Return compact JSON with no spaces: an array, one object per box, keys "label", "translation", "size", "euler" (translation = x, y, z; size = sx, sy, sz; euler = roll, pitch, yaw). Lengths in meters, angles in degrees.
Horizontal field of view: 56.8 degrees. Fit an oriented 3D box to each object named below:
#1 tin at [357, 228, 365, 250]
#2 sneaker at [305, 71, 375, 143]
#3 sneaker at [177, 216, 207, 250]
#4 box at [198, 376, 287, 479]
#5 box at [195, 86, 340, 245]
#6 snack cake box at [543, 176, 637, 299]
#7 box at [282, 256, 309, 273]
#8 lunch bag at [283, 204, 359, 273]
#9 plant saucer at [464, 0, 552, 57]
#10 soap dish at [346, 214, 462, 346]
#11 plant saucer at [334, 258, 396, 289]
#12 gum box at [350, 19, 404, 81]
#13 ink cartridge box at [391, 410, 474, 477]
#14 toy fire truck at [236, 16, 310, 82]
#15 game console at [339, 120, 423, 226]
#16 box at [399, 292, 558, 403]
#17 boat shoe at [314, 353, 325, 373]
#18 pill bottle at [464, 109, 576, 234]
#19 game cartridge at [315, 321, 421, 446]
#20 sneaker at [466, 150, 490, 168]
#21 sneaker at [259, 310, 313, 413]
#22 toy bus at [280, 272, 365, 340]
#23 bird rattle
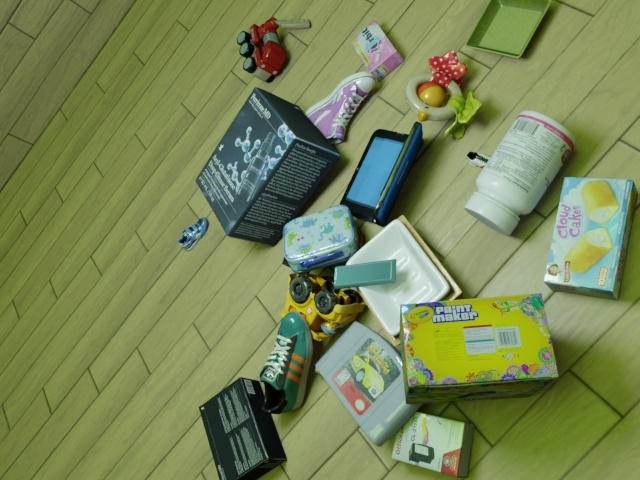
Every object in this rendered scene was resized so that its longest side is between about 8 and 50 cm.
[{"label":"tin","translation":[0.048,0.005,1.814],"size":[0.190,0.040,0.106],"euler":[0,68,36]},{"label":"sneaker","translation":[0.082,-0.411,1.919],"size":[0.282,0.102,0.161],"euler":[-34,59,33]},{"label":"sneaker","translation":[-0.471,-0.028,2.181],"size":[0.144,0.059,0.053],"euler":[-54,49,5]},{"label":"box","translation":[-0.235,0.569,1.754],"size":[0.184,0.103,0.261],"euler":[-36,56,15]},{"label":"box","translation":[-0.180,-0.231,1.914],"size":[0.395,0.212,0.293],"euler":[-52,51,21]},{"label":"snack cake box","translation":[0.626,-0.008,1.372],"size":[0.152,0.089,0.264],"euler":[7,77,36]},{"label":"box","translation":[-0.069,0.060,1.843],"size":[0.052,0.083,0.062],"euler":[12,79,36]},{"label":"lunch bag","translation":[0.000,0.000,1.729],"size":[0.219,0.090,0.176],"euler":[-18,44,9]},{"label":"plant saucer","translation":[0.540,-0.610,1.695],"size":[0.188,0.045,0.188],"euler":[30,91,39]},{"label":"soap dish","translation":[0.223,0.110,1.595],"size":[0.229,0.118,0.291],"euler":[-43,54,15]},{"label":"plant saucer","translation":[0.116,0.090,1.593],"size":[0.192,0.018,0.067],"euler":[-9,67,33]},{"label":"gum box","translation":[0.182,-0.628,1.945],"size":[0.107,0.062,0.188],"euler":[-37,55,19]},{"label":"ink cartridge box","translation":[0.272,0.490,1.440],"size":[0.175,0.072,0.127],"euler":[2,74,36]},{"label":"toy fire truck","translation":[-0.165,-0.737,2.201],"size":[0.246,0.158,0.217],"euler":[-36,54,32]},{"label":"game console","translation":[0.166,-0.208,1.733],"size":[0.173,0.250,0.293],"euler":[24,87,12]},{"label":"box","translation":[0.326,0.249,1.301],"size":[0.290,0.279,0.177],"euler":[-5,67,4]},{"label":"boat shoe","translation":[0.061,0.359,1.648],"size":[0.178,0.064,0.060],"euler":[8,79,40]},{"label":"pill bottle","translation":[0.493,-0.166,1.482],"size":[0.160,0.160,0.283],"euler":[36,95,39]},{"label":"game cartridge","translation":[0.129,0.353,1.528],"size":[0.196,0.060,0.294],"euler":[-46,49,2]},{"label":"sneaker","translation":[0.444,-0.214,1.611],"size":[0.109,0.044,0.040],"euler":[24,85,37]},{"label":"sneaker","translation":[-0.103,0.351,1.665],"size":[0.108,0.121,0.302],"euler":[14,105,41]},{"label":"toy bus","translation":[-0.008,0.218,1.713],"size":[0.220,0.149,0.211],"euler":[26,101,37]},{"label":"bird rattle","translation":[0.338,-0.418,1.661],"size":[0.207,0.143,0.253],"euler":[-11,71,-16]}]
